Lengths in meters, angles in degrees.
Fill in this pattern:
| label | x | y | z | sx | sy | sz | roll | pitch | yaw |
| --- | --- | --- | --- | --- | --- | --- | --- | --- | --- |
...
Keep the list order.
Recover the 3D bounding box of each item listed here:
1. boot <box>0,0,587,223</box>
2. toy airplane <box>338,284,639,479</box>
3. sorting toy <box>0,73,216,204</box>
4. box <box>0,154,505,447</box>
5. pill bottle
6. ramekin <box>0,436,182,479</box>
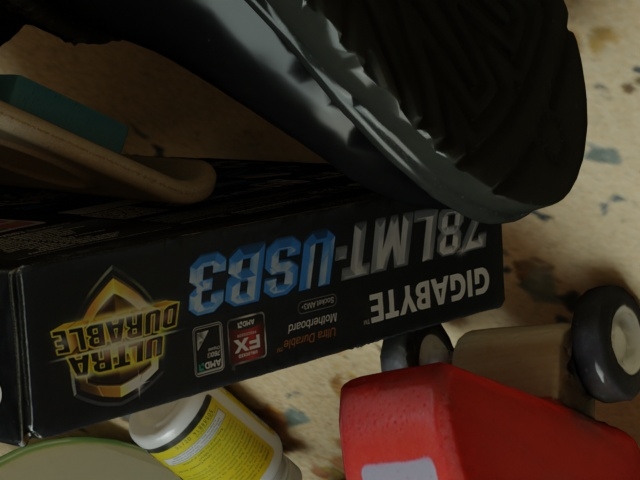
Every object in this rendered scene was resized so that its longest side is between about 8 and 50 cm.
| label | x | y | z | sx | sy | sz | roll | pitch | yaw |
| --- | --- | --- | --- | --- | --- | --- | --- | --- | --- |
| boot | -0.080 | -0.109 | 0.720 | 0.348 | 0.131 | 0.260 | 42 | 142 | -19 |
| toy airplane | 0.152 | 0.238 | 0.939 | 0.384 | 0.272 | 0.386 | 20 | 144 | 0 |
| sorting toy | -0.172 | -0.059 | 0.701 | 0.208 | 0.038 | 0.193 | 18 | 173 | -39 |
| box | -0.118 | 0.011 | 0.778 | 0.293 | 0.296 | 0.073 | 2 | 100 | 40 |
| pill bottle | -0.066 | 0.137 | 1.148 | 0.065 | 0.065 | 0.116 | -13 | 133 | 45 |
| ramekin | -0.174 | 0.288 | 1.238 | 0.303 | 0.303 | 0.148 | 29 | 141 | -9 |
